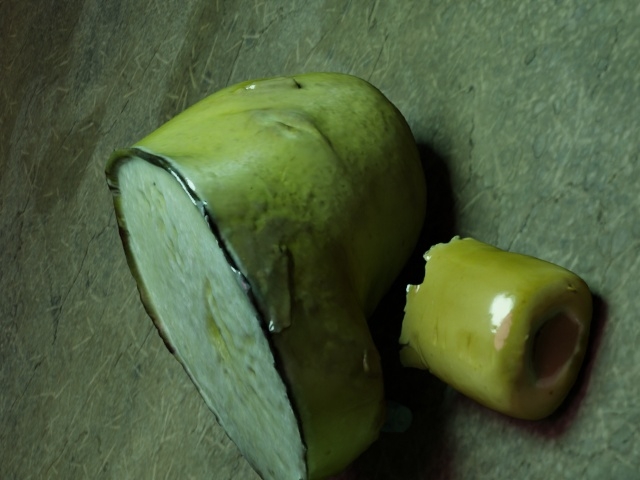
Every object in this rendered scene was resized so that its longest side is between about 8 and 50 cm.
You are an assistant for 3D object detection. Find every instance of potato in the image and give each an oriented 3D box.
[{"bbox_3d":[0.000,0.000,1.455,0.397,0.296,0.290,45,151,40],"label":"potato"}]

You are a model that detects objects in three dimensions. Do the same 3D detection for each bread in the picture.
[{"bbox_3d":[0.146,0.071,1.326,0.173,0.085,0.134,17,86,60],"label":"bread"}]

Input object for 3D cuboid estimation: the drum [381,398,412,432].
[{"bbox_3d":[-0.002,0.175,1.531,0.130,0.049,0.253,-65,30,5],"label":"drum"}]
